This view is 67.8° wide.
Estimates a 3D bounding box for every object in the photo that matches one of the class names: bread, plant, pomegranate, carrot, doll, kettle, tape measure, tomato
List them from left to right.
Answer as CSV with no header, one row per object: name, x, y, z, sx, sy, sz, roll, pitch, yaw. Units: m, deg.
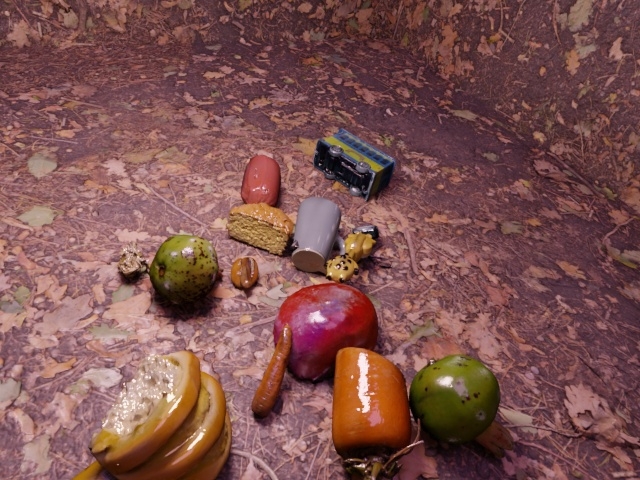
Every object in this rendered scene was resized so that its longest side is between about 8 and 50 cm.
plant,-0.556,0.066,1.465,0.122,0.104,0.116,21,59,-28
bread,-0.308,0.394,1.034,0.270,0.211,0.315,51,15,-15
pomegranate,-0.383,0.089,1.427,0.214,0.214,0.248,41,12,28
bread,-0.203,-0.052,1.658,0.229,0.143,0.139,22,31,4
carrot,-0.117,0.336,1.241,0.059,0.059,0.247,18,70,5
kettle,0.000,0.000,1.663,0.211,0.160,0.243,32,45,-22
tomato,0.011,0.223,1.380,0.335,0.176,0.289,-16,47,-28
doll,0.097,0.052,1.580,0.117,0.086,0.291,17,34,16
tape measure,0.186,0.027,1.744,0.179,0.104,0.107,65,19,1
carrot,0.128,0.439,1.156,0.214,0.193,0.331,14,45,-5
pomegranate,0.370,0.438,1.225,0.302,0.236,0.236,51,48,0

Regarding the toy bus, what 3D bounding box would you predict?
toy bus,0.138,-0.327,2.028,0.312,0.152,0.190,35,47,22

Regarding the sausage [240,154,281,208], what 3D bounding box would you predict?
sausage,-0.225,-0.216,1.814,0.152,0.152,0.279,8,45,-7

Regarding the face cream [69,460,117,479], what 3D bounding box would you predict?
face cream,-0.533,0.564,0.914,0.105,0.105,0.349,36,47,23

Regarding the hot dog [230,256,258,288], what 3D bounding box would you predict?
hot dog,-0.244,0.104,1.524,0.090,0.060,0.140,6,46,-2
